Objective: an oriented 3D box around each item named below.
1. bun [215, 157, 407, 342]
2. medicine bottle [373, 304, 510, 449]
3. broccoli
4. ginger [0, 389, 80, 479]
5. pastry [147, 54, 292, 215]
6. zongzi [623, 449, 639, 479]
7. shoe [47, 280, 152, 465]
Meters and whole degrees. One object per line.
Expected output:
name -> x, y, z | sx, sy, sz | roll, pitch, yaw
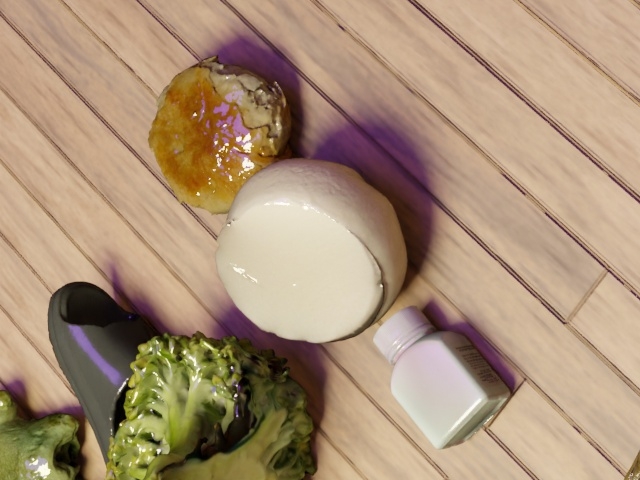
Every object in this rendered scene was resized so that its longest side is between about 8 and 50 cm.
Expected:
bun -> 0.000, 0.000, 1.496 | 0.173, 0.120, 0.173 | 12, 126, 16
medicine bottle -> 0.101, 0.117, 1.472 | 0.118, 0.055, 0.074 | 50, 118, 21
broccoli -> -0.137, 0.203, 1.503 | 0.180, 0.273, 0.242 | 9, 99, 30
ginger -> -0.269, 0.259, 1.715 | 0.137, 0.089, 0.290 | -50, 60, 5
pastry -> -0.094, -0.098, 1.583 | 0.153, 0.081, 0.153 | 0, 90, 30
zongzi -> 0.273, 0.168, 1.370 | 0.076, 0.040, 0.083 | -36, 60, 37
shoe -> -0.178, 0.144, 1.639 | 0.093, 0.108, 0.241 | -24, 85, 31
